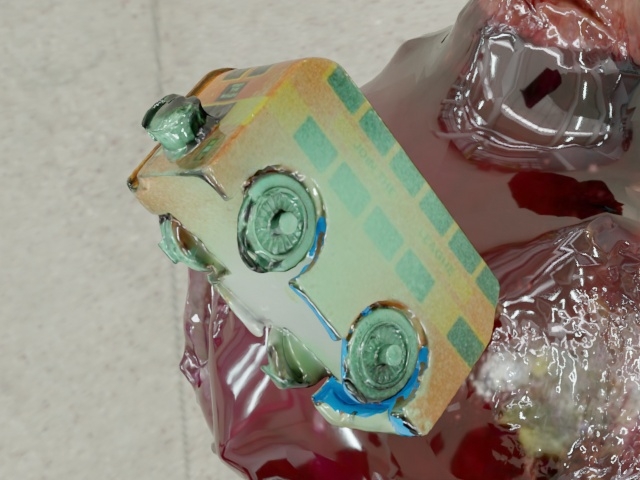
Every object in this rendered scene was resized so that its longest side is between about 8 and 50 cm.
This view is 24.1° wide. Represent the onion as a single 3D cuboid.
[{"bbox_3d":[0.123,-0.025,0.890,0.398,0.398,0.420,14,103,16],"label":"onion"}]

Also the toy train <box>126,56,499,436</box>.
[{"bbox_3d":[0.000,0.000,0.651,0.072,0.099,0.188,3,136,53],"label":"toy train"}]
